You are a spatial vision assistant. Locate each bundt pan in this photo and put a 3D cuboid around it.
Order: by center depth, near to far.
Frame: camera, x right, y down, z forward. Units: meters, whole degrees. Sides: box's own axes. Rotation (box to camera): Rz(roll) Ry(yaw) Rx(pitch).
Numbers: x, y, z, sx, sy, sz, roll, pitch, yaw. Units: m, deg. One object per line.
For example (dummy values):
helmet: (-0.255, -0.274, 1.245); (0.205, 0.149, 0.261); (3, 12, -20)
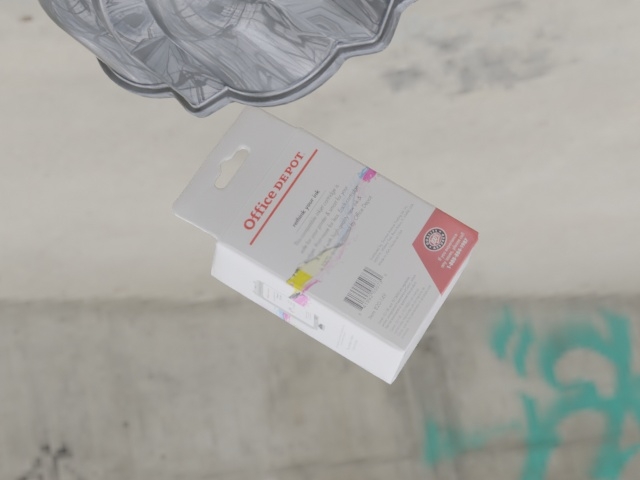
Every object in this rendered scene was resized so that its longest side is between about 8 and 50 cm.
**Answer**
bundt pan: (-0.068, -0.244, 0.989); (0.330, 0.331, 0.124); (-18, 160, 28)

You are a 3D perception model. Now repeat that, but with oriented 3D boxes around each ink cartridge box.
ink cartridge box: (0.000, 0.000, 1.264); (0.198, 0.115, 0.067); (32, 155, 8)
